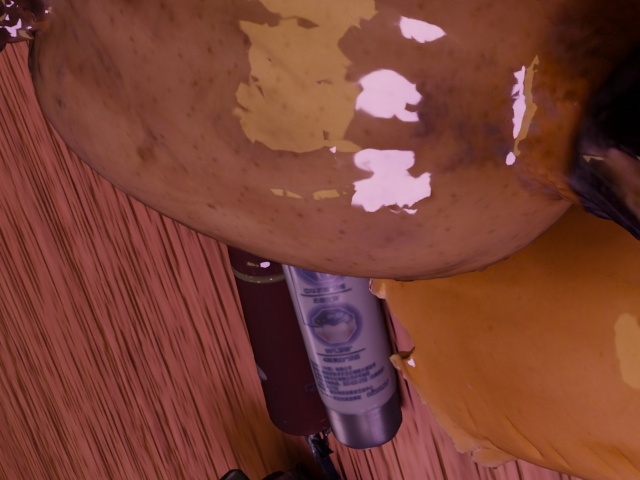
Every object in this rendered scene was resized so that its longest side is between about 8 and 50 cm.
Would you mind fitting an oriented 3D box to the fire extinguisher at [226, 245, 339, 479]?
[{"bbox_3d":[-0.016,0.052,0.816,0.064,0.043,0.158,-125,19,-53],"label":"fire extinguisher"}]

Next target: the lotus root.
[{"bbox_3d":[0.020,-0.073,0.509,0.310,0.183,0.183,24,138,39],"label":"lotus root"}]

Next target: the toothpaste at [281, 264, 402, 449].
[{"bbox_3d":[0.000,0.000,0.740,0.062,0.039,0.239,-7,123,12],"label":"toothpaste"}]

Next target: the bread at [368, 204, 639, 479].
[{"bbox_3d":[0.106,0.037,0.573,0.173,0.085,0.134,3,123,56],"label":"bread"}]

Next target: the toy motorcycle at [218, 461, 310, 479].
[{"bbox_3d":[-0.016,0.259,0.943,0.205,0.127,0.275,44,146,14],"label":"toy motorcycle"}]
